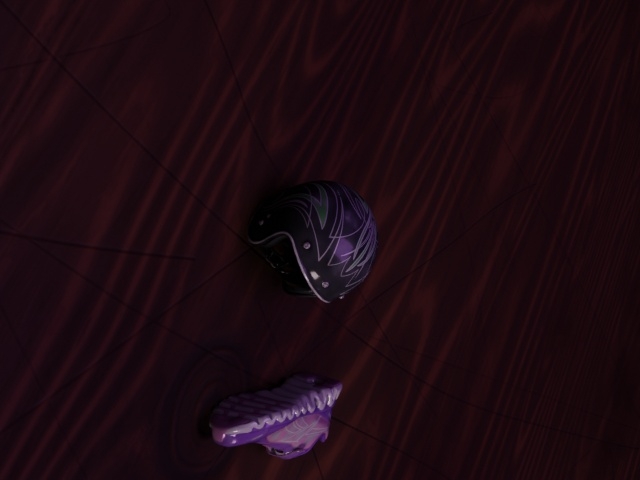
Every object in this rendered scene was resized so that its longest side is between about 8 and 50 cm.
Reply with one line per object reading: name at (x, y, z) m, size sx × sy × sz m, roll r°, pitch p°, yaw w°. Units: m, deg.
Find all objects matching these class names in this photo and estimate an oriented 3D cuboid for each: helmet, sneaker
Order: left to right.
sneaker at (-0.057, 0.257, 1.486) m, size 0.236 × 0.095 × 0.104 m, roll -9°, pitch 108°, yaw -52°
helmet at (0.000, 0.000, 1.474) m, size 0.169 × 0.162 × 0.169 m, roll -5°, pitch 97°, yaw -51°
